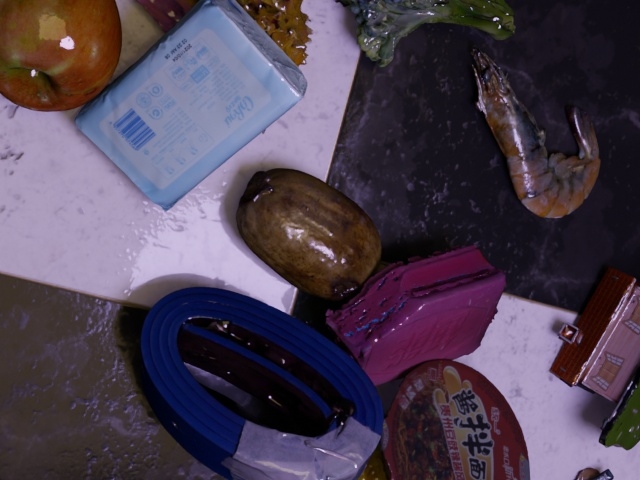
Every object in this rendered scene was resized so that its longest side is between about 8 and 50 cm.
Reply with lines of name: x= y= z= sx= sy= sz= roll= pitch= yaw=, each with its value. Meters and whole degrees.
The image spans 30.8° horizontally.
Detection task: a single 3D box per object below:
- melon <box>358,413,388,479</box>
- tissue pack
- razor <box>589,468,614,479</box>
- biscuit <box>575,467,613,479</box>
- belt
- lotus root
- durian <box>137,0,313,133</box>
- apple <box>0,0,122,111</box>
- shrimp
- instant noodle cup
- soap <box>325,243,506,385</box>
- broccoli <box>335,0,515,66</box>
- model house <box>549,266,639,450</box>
melon: x=0.037 y=0.349 z=1.661 sx=0.265 sy=0.129 sz=0.169 roll=-27 pitch=87 yaw=-41
tissue pack: x=-0.169 y=-0.184 z=1.522 sx=0.263 sy=0.089 sz=0.177 roll=-37 pitch=107 yaw=23
razor: x=0.370 y=0.407 z=1.805 sx=0.190 sy=0.033 sz=0.066 roll=-30 pitch=72 yaw=-2
biscuit: x=0.418 y=0.458 z=1.812 sx=0.183 sy=0.118 sz=0.061 roll=-52 pitch=148 yaw=-11
belt: x=-0.086 y=0.204 z=1.544 sx=0.347 sy=0.117 sz=0.212 roll=31 pitch=60 yaw=8
lotus root: x=0.000 y=0.000 z=1.624 sx=0.260 sy=0.128 sz=0.145 roll=36 pitch=74 yaw=-17
durian: x=-0.128 y=-0.328 z=1.568 sx=0.191 sy=0.112 sz=0.341 roll=-44 pitch=103 yaw=-7
apple: x=-0.343 y=-0.268 z=1.470 sx=0.195 sy=0.196 sz=0.196 roll=-1 pitch=95 yaw=-16
shrimp: x=0.330 y=-0.177 z=1.752 sx=0.169 sy=0.058 sz=0.296 roll=-32 pitch=104 yaw=-22
instant noodle cup: x=0.171 y=0.311 z=1.637 sx=0.274 sy=0.090 sz=0.274 roll=17 pitch=60 yaw=-32
soap: x=0.124 y=0.109 z=1.628 sx=0.250 sy=0.099 sz=0.162 roll=-15 pitch=138 yaw=-32
broccoli: x=0.146 y=-0.324 z=1.637 sx=0.274 sy=0.177 sz=0.199 roll=37 pitch=78 yaw=-27
model house: x=0.473 y=0.160 z=1.791 sx=0.294 sy=0.154 sz=0.207 roll=-61 pitch=150 yaw=4
